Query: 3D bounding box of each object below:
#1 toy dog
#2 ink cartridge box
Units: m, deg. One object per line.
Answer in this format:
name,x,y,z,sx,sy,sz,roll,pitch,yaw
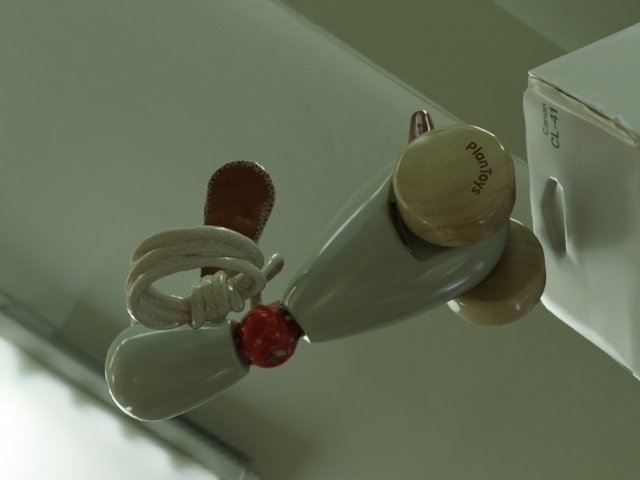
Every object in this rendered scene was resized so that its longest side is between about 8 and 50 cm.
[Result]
toy dog,0.000,0.000,0.832,0.333,0.161,0.220,-10,-39,-15
ink cartridge box,0.319,-0.064,0.858,0.306,0.131,0.226,-26,-53,-18
